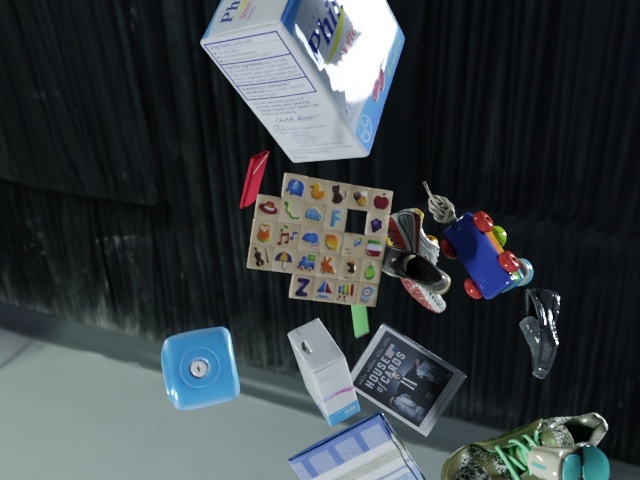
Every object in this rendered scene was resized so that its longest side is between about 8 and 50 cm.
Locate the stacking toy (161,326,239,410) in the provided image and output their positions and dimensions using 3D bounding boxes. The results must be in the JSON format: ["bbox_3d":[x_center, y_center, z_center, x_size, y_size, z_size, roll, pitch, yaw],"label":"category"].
[{"bbox_3d":[-0.290,0.312,1.851,0.165,0.175,0.302,-10,-8,-8],"label":"stacking toy"}]

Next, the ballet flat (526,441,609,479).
[{"bbox_3d":[0.443,0.403,1.367,0.086,0.086,0.248,28,3,42],"label":"ballet flat"}]

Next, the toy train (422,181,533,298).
[{"bbox_3d":[0.295,-0.012,1.417,0.143,0.105,0.248,0,55,-50],"label":"toy train"}]

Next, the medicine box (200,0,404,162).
[{"bbox_3d":[-0.012,-0.313,1.183,0.149,0.289,0.264,0,58,32],"label":"medicine box"}]

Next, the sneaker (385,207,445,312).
[{"bbox_3d":[0.197,0.041,1.453,0.092,0.225,0.088,-30,22,-11],"label":"sneaker"}]

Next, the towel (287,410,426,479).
[{"bbox_3d":[0.090,0.468,1.470,0.209,0.285,0.034,-29,27,5],"label":"towel"}]

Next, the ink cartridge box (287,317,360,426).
[{"bbox_3d":[0.005,0.183,1.051,0.052,0.123,0.088,-27,42,-11],"label":"ink cartridge box"}]

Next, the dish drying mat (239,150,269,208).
[{"bbox_3d":[-0.085,-0.077,0.974,0.008,0.083,0.032,35,44,17],"label":"dish drying mat"}]

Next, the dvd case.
[{"bbox_3d":[0.204,0.336,1.839,0.238,0.179,0.029,32,6,3],"label":"dvd case"}]

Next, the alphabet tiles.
[{"bbox_3d":[0.000,0.000,1.238,0.237,0.199,0.009,8,2,-23],"label":"alphabet tiles"}]

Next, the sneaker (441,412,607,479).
[{"bbox_3d":[0.412,0.418,1.503,0.410,0.182,0.158,-12,55,-34],"label":"sneaker"}]

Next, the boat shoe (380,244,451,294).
[{"bbox_3d":[0.150,0.040,1.282,0.152,0.049,0.056,23,73,26],"label":"boat shoe"}]

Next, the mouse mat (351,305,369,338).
[{"bbox_3d":[0.110,0.197,2.170,0.007,0.153,0.190,-4,-12,-10],"label":"mouse mat"}]

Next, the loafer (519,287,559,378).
[{"bbox_3d":[0.465,0.195,1.629,0.078,0.076,0.223,15,50,3],"label":"loafer"}]
